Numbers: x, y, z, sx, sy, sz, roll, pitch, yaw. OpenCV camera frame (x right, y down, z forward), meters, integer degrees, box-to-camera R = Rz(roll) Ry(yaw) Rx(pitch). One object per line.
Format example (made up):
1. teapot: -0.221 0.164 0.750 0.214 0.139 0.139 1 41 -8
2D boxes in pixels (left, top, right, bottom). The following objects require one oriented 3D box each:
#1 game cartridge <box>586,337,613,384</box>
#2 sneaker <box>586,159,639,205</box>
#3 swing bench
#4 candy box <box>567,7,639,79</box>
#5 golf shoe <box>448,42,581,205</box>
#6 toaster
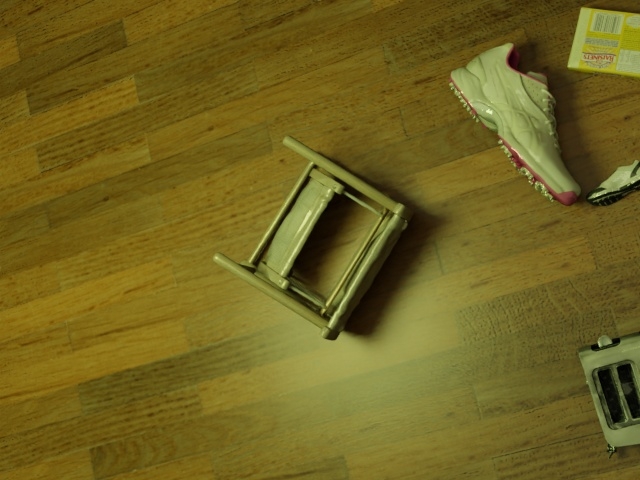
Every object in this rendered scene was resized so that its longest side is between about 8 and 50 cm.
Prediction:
1. game cartridge: 0.460 0.201 1.603 0.056 0.017 0.083 30 93 18
2. sneaker: 0.479 -0.092 1.631 0.109 0.040 0.044 -25 58 12
3. swing bench: 0.000 0.000 1.731 0.254 0.165 0.253 33 94 16
4. candy box: 0.518 -0.317 1.650 0.205 0.027 0.105 13 89 22
5. golf shoe: 0.343 -0.197 1.656 0.140 0.115 0.306 -38 72 8
6. toaster: 0.490 0.224 1.524 0.168 0.110 0.186 -17 80 15
